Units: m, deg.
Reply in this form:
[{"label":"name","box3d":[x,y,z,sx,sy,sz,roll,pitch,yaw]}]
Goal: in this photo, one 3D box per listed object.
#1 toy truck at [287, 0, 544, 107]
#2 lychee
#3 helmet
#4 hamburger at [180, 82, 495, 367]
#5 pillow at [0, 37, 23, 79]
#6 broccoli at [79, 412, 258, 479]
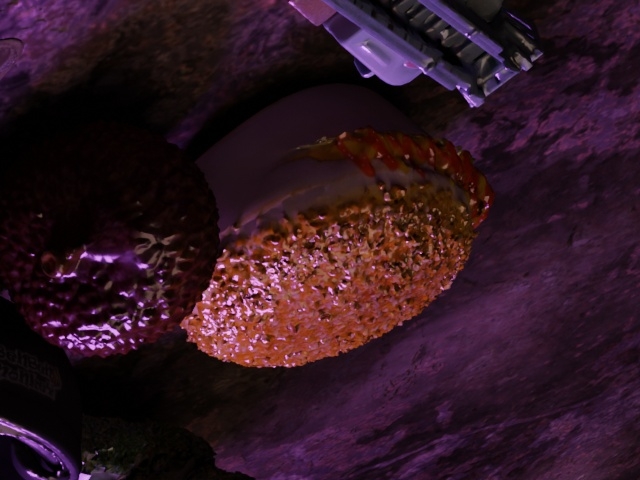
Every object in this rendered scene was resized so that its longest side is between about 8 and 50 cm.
[{"label":"toy truck","box3d":[0.014,-0.205,1.179,0.133,0.184,0.338,-37,137,17]},{"label":"lychee","box3d":[-0.168,-0.004,1.407,0.194,0.194,0.194,-23,152,-13]},{"label":"helmet","box3d":[-0.319,0.116,1.475,0.279,0.160,0.230,33,140,-32]},{"label":"hamburger","box3d":[0.000,0.000,1.568,0.294,0.179,0.276,-39,152,17]},{"label":"pillow","box3d":[-0.294,-0.083,1.267,0.130,0.033,0.217,-18,167,-36]},{"label":"broccoli","box3d":[-0.226,0.341,1.796,0.413,0.310,0.321,-2,159,-7]}]
